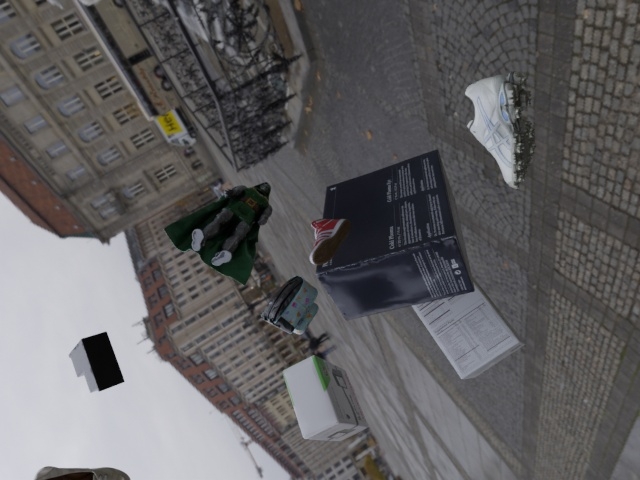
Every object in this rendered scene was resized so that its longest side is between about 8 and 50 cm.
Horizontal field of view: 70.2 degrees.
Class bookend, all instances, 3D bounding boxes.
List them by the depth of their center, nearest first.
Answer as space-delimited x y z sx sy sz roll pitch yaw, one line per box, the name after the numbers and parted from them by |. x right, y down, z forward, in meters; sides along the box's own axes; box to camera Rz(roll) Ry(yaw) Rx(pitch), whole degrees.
-0.651 0.368 1.318 0.156 0.072 0.157 -38 73 41 | bookend

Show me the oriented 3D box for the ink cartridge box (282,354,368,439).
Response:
0.020 0.475 1.352 0.273 0.114 0.198 46 -163 -58 | ink cartridge box

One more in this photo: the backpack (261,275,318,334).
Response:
-0.091 0.220 1.561 0.144 0.188 0.166 34 165 -21 | backpack

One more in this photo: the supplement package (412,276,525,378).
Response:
0.455 0.258 1.402 0.263 0.198 0.199 58 -164 27 | supplement package

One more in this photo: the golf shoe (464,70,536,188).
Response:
0.262 -0.158 0.669 0.086 0.069 0.176 12 135 43 | golf shoe

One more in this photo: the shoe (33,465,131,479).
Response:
-0.572 0.586 1.091 0.058 0.219 0.077 142 137 -67 | shoe

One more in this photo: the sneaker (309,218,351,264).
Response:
0.000 0.000 0.830 0.067 0.118 0.042 8 131 37 | sneaker

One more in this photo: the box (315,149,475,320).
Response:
0.176 -0.018 1.113 0.343 0.312 0.179 -82 -31 -48 | box

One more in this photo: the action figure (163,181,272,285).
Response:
-0.129 -0.039 0.729 0.137 0.063 0.232 39 -149 -9 | action figure
